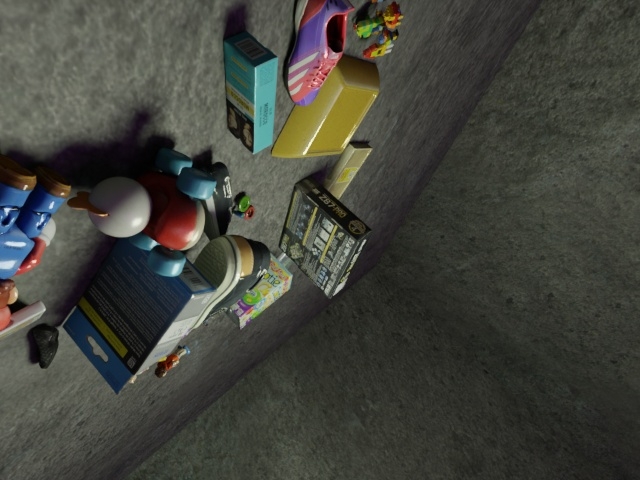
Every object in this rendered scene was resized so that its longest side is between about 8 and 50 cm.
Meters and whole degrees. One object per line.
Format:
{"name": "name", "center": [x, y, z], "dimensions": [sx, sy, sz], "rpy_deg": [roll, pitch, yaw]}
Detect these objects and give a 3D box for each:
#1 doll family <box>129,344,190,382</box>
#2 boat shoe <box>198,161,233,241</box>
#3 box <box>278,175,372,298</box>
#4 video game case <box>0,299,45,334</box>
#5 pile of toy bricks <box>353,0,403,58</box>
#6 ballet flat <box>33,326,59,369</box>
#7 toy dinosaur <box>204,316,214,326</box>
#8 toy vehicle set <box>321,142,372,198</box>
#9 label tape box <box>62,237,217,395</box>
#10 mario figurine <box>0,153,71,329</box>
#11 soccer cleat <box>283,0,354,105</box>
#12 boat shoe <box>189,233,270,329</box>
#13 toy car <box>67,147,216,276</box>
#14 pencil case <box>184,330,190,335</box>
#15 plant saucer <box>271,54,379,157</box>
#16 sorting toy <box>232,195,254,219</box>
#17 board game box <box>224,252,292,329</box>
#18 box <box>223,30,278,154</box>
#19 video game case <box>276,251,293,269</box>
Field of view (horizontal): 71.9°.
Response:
{"name": "doll family", "center": [-0.587, 0.397, 1.490], "dimensions": [0.262, 0.118, 0.163], "rpy_deg": [-20, -166, 32]}
{"name": "boat shoe", "center": [-0.270, -0.083, 1.161], "dimensions": [0.091, 0.114, 0.303], "rpy_deg": [-35, 162, -24]}
{"name": "box", "center": [0.000, 0.000, 1.674], "dimensions": [0.097, 0.318, 0.395], "rpy_deg": [-37, 160, -34]}
{"name": "video game case", "center": [-0.639, 0.189, 0.840], "dimensions": [0.206, 0.026, 0.227], "rpy_deg": [-35, -171, -36]}
{"name": "pile of toy bricks", "center": [0.135, -0.556, 1.136], "dimensions": [0.105, 0.118, 0.212], "rpy_deg": [-18, 179, -1]}
{"name": "ballet flat", "center": [-0.679, 0.262, 1.088], "dimensions": [0.058, 0.049, 0.173], "rpy_deg": [-93, -153, -47]}
{"name": "toy dinosaur", "center": [-0.451, 0.301, 1.743], "dimensions": [0.090, 0.047, 0.082], "rpy_deg": [-17, 130, -41]}
{"name": "toy vehicle set", "center": [0.093, -0.271, 1.774], "dimensions": [0.267, 0.035, 0.166], "rpy_deg": [-55, 162, 26]}
{"name": "label tape box", "center": [-0.445, 0.165, 1.078], "dimensions": [0.334, 0.240, 0.106], "rpy_deg": [-51, 165, 15]}
{"name": "mario figurine", "center": [-0.558, 0.009, 0.715], "dimensions": [0.198, 0.170, 0.321], "rpy_deg": [29, 94, -37]}
{"name": "soccer cleat", "center": [-0.006, -0.424, 1.019], "dimensions": [0.108, 0.116, 0.318], "rpy_deg": [-38, 161, -30]}
{"name": "boat shoe", "center": [-0.300, 0.126, 1.237], "dimensions": [0.156, 0.187, 0.500], "rpy_deg": [-5, 159, -40]}
{"name": "toy car", "center": [-0.368, -0.071, 0.861], "dimensions": [0.238, 0.210, 0.219], "rpy_deg": [10, 112, -49]}
{"name": "pencil case", "center": [-0.441, 0.264, 1.591], "dimensions": [0.206, 0.088, 0.086], "rpy_deg": [-34, 162, -40]}
{"name": "plant saucer", "center": [0.041, -0.374, 1.325], "dimensions": [0.332, 0.081, 0.333], "rpy_deg": [-22, 151, -56]}
{"name": "sorting toy", "center": [-0.240, -0.100, 1.346], "dimensions": [0.061, 0.042, 0.102], "rpy_deg": [-58, 156, -21]}
{"name": "board game box", "center": [-0.265, 0.204, 1.797], "dimensions": [0.275, 0.142, 0.144], "rpy_deg": [-39, 162, -26]}
{"name": "box", "center": [-0.152, -0.309, 0.953], "dimensions": [0.060, 0.100, 0.244], "rpy_deg": [-37, 161, -27]}
{"name": "video game case", "center": [-0.191, 0.126, 2.016], "dimensions": [0.190, 0.022, 0.173], "rpy_deg": [-49, 164, 4]}
